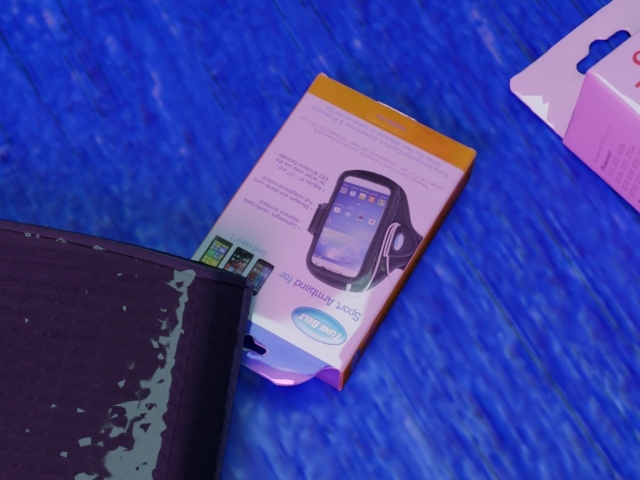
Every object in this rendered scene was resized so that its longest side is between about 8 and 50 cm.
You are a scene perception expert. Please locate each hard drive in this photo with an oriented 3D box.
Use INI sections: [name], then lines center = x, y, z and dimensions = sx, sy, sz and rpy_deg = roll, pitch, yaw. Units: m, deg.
[hard drive]
center = -0.164, 0.065, 0.524
dimensions = 0.254, 0.054, 0.172
rpy_deg = 6, 65, 7

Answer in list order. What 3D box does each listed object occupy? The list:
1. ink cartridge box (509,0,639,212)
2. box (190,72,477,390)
[ink cartridge box]
center = 0.183, -0.053, 0.600
dimensions = 0.104, 0.061, 0.181
rpy_deg = -38, 70, -19
[box]
center = 0.000, 0.000, 0.589
dimensions = 0.081, 0.028, 0.136
rpy_deg = 29, 69, 12
